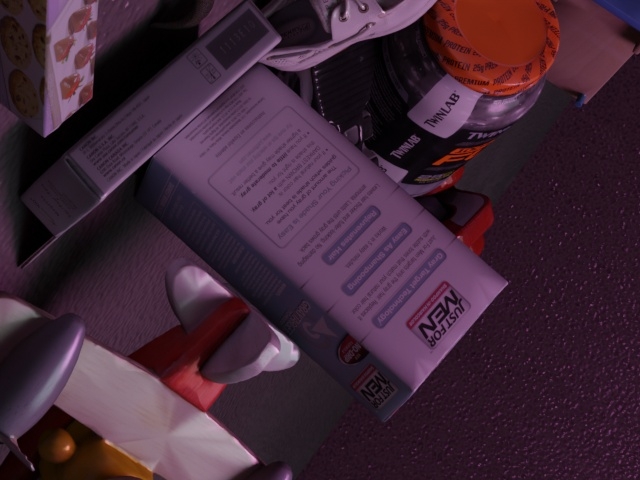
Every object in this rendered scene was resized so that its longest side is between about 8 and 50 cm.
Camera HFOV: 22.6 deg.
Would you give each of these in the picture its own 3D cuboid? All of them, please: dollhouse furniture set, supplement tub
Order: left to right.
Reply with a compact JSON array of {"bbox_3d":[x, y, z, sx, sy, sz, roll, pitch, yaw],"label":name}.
[{"bbox_3d":[0.144,-0.198,1.976,0.207,0.207,0.338,-47,-178,-27],"label":"supplement tub"},{"bbox_3d":[0.298,-0.317,2.106,0.198,0.303,0.286,-60,-177,-35],"label":"dollhouse furniture set"}]

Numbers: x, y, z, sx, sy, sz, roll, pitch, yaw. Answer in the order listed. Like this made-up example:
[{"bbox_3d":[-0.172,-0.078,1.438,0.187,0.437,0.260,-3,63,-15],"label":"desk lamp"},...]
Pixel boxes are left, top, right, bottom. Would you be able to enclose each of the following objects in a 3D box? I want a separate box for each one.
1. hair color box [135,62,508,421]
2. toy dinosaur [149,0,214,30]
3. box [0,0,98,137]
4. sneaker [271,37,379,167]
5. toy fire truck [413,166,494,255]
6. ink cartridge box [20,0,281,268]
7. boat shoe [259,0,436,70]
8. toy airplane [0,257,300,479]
[{"bbox_3d":[0.000,0.000,1.771,0.185,0.374,0.113,-46,175,-30],"label":"hair color box"},{"bbox_3d":[-0.045,-0.310,1.490,0.313,0.121,0.160,-24,167,11],"label":"toy dinosaur"},{"bbox_3d":[-0.212,-0.208,1.234,0.063,0.067,0.324,-46,165,-31],"label":"box"},{"bbox_3d":[-0.017,-0.178,1.896,0.122,0.146,0.331,-24,125,-43],"label":"sneaker"},{"bbox_3d":[0.072,-0.016,2.211,0.254,0.302,0.169,-45,132,-32],"label":"toy fire truck"},{"bbox_3d":[-0.187,-0.104,1.595,0.275,0.060,0.239,-46,-171,-32],"label":"ink cartridge box"},{"bbox_3d":[0.023,-0.252,1.689,0.277,0.098,0.096,-30,170,35],"label":"boat shoe"},{"bbox_3d":[-0.187,0.211,1.685,0.272,0.386,0.384,-101,-166,-51],"label":"toy airplane"}]
